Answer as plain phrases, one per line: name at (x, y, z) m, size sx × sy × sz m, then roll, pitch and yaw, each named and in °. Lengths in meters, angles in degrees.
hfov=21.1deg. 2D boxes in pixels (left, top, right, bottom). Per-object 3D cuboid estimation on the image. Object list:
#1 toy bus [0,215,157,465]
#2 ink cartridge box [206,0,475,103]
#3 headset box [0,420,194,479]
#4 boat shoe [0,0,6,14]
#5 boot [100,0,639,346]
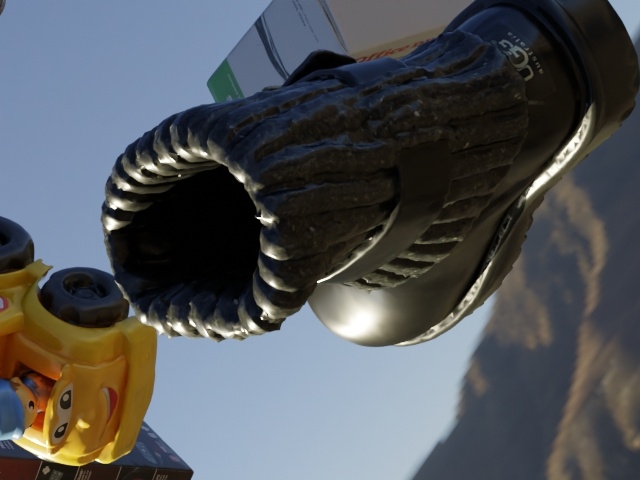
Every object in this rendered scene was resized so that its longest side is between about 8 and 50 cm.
toy bus at (-0.260, 0.094, 1.249) m, size 0.211 × 0.220 × 0.149 m, roll -31°, pitch -38°, yaw -56°
ink cartridge box at (0.020, -0.161, 1.424) m, size 0.153 × 0.087 × 0.208 m, roll -20°, pitch -12°, yaw -31°
headset box at (-0.304, 0.199, 1.638) m, size 0.293 × 0.218 × 0.110 m, roll 12°, pitch -72°, yaw -44°
boat shoe at (-0.393, -0.302, 1.726) m, size 0.123 × 0.324 × 0.116 m, roll -35°, pitch -57°, yaw -1°
boot at (-0.002, -0.004, 0.948) m, size 0.260 × 0.131 × 0.348 m, roll -29°, pitch -17°, yaw -31°
